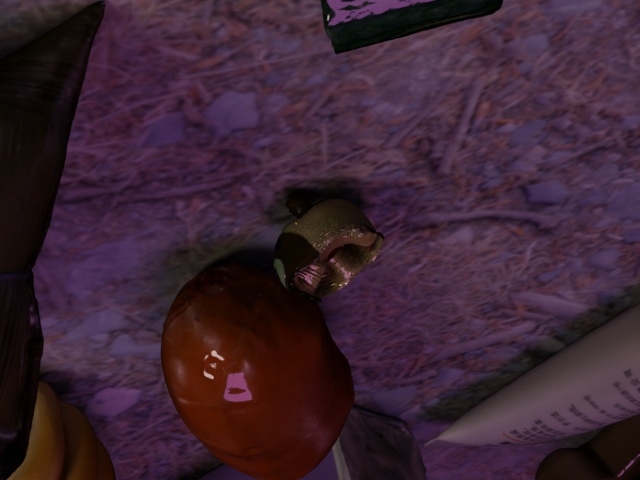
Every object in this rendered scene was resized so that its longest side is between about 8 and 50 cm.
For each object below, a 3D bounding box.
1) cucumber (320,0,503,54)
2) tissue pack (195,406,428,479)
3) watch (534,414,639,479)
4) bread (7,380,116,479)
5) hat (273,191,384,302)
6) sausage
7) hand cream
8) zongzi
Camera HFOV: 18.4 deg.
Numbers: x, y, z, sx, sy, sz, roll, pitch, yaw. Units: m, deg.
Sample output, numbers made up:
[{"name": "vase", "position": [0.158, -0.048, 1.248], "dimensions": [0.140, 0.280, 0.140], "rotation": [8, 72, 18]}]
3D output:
[{"name": "cucumber", "position": [0.055, -0.157, 1.172], "dimensions": [0.115, 0.062, 0.116], "rotation": [-13, 150, 3]}, {"name": "tissue pack", "position": [-0.051, 0.324, 1.780], "dimensions": [0.338, 0.242, 0.160], "rotation": [-32, 147, 25]}, {"name": "watch", "position": [0.399, 0.306, 1.845], "dimensions": [0.314, 0.327, 0.335], "rotation": [-28, 156, -10]}, {"name": "bread", "position": [-0.232, 0.242, 1.625], "dimensions": [0.121, 0.173, 0.311], "rotation": [23, 156, 14]}, {"name": "hat", "position": [-0.001, 0.000, 1.424], "dimensions": [0.076, 0.059, 0.077], "rotation": [-39, 153, 8]}, {"name": "sausage", "position": [-0.050, 0.108, 1.514], "dimensions": [0.133, 0.133, 0.258], "rotation": [-18, 154, 4]}, {"name": "hand cream", "position": [0.244, 0.131, 1.751], "dimensions": [0.140, 0.089, 0.314], "rotation": [6, 149, -47]}, {"name": "zongzi", "position": [-0.266, -0.034, 1.095], "dimensions": [0.286, 0.300, 0.138], "rotation": [22, 176, -34]}]
